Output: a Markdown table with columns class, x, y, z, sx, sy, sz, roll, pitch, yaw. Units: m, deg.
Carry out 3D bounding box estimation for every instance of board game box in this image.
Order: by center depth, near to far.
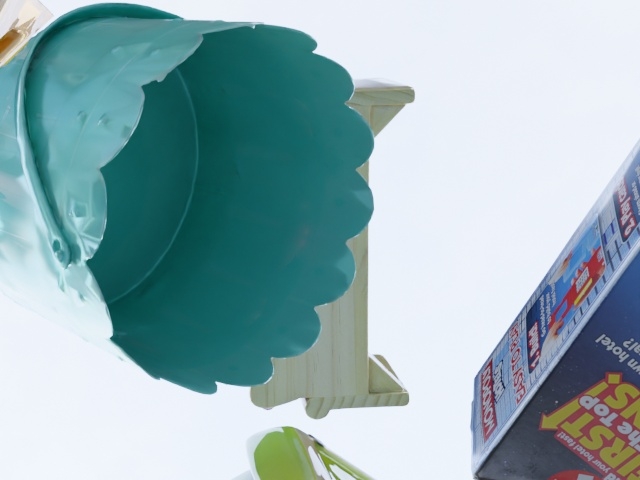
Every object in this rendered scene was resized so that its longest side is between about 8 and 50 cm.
| class | x | y | z | sx | sy | sz | roll | pitch | yaw |
| --- | --- | --- | --- | --- | --- | --- | --- | --- | --- |
| board game box | 0.150 | 0.031 | 0.362 | 0.194 | 0.060 | 0.194 | 39 | -63 | -12 |

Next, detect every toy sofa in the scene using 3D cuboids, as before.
| class | x | y | z | sx | sy | sz | roll | pitch | yaw |
| --- | --- | --- | --- | --- | --- | --- | --- | --- | --- |
| toy sofa | 0.000 | 0.000 | 1.263 | 0.177 | 0.150 | 0.362 | -3 | -77 | -9 |

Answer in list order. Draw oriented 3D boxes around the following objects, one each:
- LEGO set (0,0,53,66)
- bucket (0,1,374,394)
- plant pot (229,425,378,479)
| class | x | y | z | sx | sy | sz | roll | pitch | yaw |
| --- | --- | --- | --- | --- | --- | --- | --- | --- | --- |
| LEGO set | -0.205 | -0.112 | 0.346 | 0.287 | 0.132 | 0.107 | 17 | -32 | -2 |
| bucket | -0.112 | -0.038 | 0.850 | 0.281 | 0.183 | 0.281 | -23 | -60 | -47 |
| plant pot | -0.008 | 0.273 | 0.835 | 0.227 | 0.228 | 0.207 | 35 | -90 | -9 |
